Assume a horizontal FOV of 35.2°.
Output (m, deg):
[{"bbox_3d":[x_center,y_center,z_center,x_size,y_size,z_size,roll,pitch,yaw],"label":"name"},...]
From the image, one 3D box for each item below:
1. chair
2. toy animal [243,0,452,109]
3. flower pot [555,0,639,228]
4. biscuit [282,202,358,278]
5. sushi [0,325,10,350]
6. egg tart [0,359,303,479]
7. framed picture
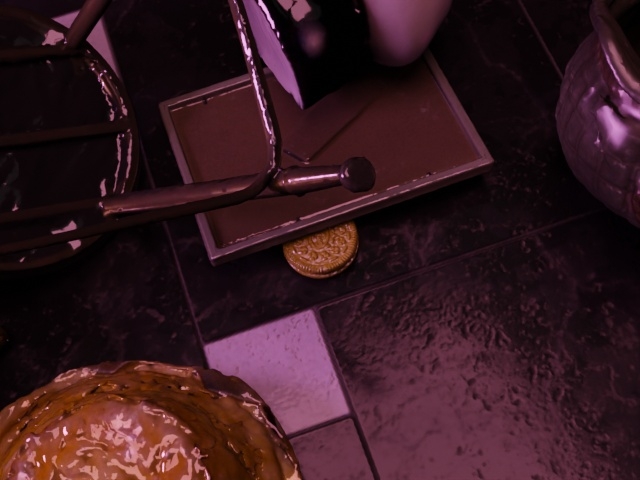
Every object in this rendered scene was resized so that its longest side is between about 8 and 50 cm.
[{"bbox_3d":[-0.251,-0.136,0.905,0.365,0.410,0.362,-15,86,-31],"label":"chair"},{"bbox_3d":[0.034,-0.268,1.110,0.235,0.165,0.187,-26,53,-12],"label":"toy animal"},{"bbox_3d":[0.388,-0.136,0.989,0.302,0.213,0.302,-2,50,2],"label":"flower pot"},{"bbox_3d":[0.000,0.000,1.080,0.084,0.023,0.084,-2,64,4],"label":"biscuit"},{"bbox_3d":[-0.427,0.110,0.998,0.167,0.179,0.296,-45,65,2],"label":"sushi"},{"bbox_3d":[-0.182,0.244,0.914,0.341,0.132,0.341,-1,63,2],"label":"egg tart"},{"bbox_3d":[-0.001,-0.118,1.127,0.324,0.020,0.240,-20,56,-6],"label":"framed picture"}]
